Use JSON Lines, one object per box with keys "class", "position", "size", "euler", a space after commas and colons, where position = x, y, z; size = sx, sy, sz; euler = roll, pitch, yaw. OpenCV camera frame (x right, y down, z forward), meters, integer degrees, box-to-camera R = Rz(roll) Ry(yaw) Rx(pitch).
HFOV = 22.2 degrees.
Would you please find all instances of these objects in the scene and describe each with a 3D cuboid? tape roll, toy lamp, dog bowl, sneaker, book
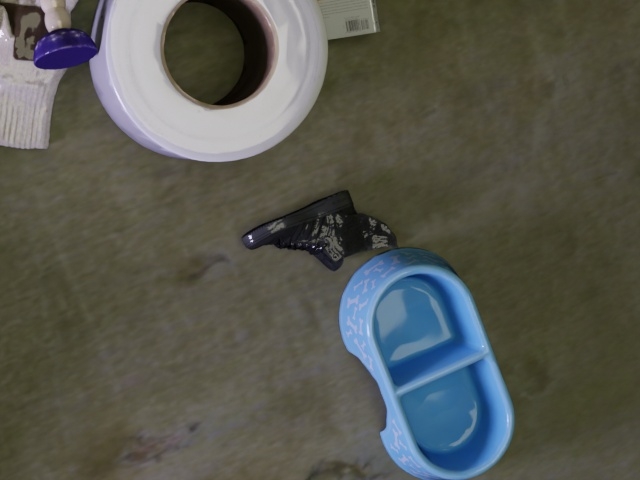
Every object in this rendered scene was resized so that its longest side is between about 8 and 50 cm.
{"class": "tape roll", "position": [-0.128, -0.210, 1.812], "size": [0.246, 0.169, 0.246], "euler": [-1, 95, -15]}
{"class": "toy lamp", "position": [-0.310, -0.325, 1.778], "size": [0.080, 0.080, 0.275], "euler": [-11, 80, -14]}
{"class": "dog bowl", "position": [0.135, 0.154, 1.953], "size": [0.166, 0.074, 0.297], "euler": [-23, 98, -12]}
{"class": "sneaker", "position": [-0.001, 0.000, 1.918], "size": [0.170, 0.051, 0.089], "euler": [-24, 95, -15]}
{"class": "book", "position": [0.011, -0.306, 1.888], "size": [0.096, 0.035, 0.144], "euler": [-6, 98, 18]}

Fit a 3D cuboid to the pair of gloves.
{"class": "pair of gloves", "position": [-0.398, -0.218, 1.807], "size": [0.240, 0.042, 0.204], "euler": [14, 90, -14]}
